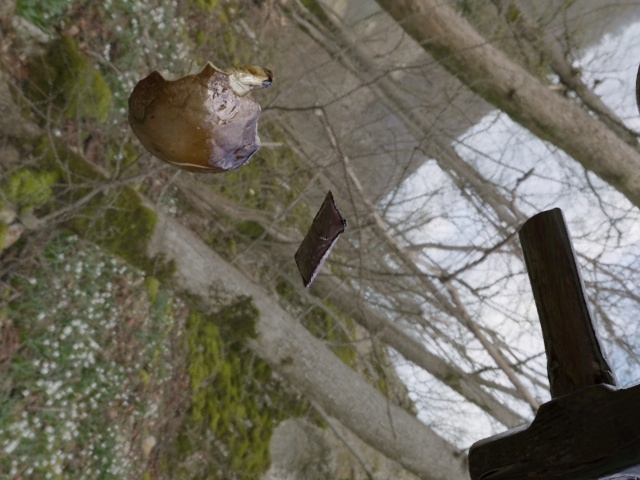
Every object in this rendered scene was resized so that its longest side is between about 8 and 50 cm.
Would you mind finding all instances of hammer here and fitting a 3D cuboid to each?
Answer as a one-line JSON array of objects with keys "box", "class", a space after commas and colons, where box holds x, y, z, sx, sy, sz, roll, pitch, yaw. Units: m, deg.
[{"box": [0.275, 0.099, 0.687, 0.242, 0.095, 0.408, -29, -148, 28], "class": "hammer"}]

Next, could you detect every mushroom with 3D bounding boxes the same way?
[{"box": [-0.215, -0.233, 1.121, 0.301, 0.233, 0.207, -91, -164, -72], "class": "mushroom"}]

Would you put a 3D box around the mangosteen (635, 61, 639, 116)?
[{"box": [0.366, -0.133, 0.506, 0.210, 0.210, 0.210, -43, -171, 9], "class": "mangosteen"}]

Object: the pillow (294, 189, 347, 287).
[{"box": [0.000, 0.000, 1.274, 0.185, 0.043, 0.118, -60, -147, 27], "class": "pillow"}]
